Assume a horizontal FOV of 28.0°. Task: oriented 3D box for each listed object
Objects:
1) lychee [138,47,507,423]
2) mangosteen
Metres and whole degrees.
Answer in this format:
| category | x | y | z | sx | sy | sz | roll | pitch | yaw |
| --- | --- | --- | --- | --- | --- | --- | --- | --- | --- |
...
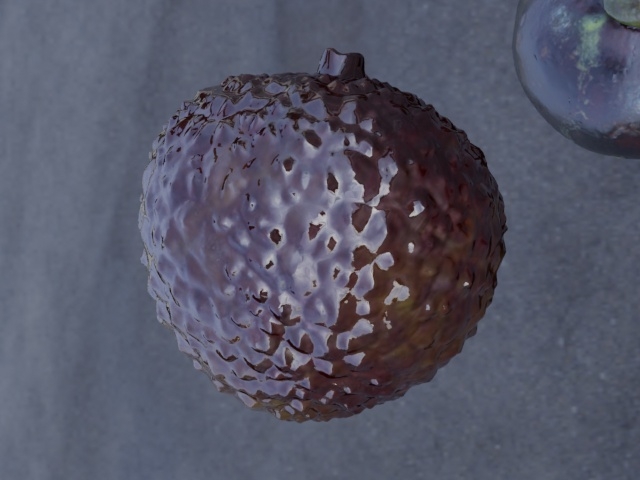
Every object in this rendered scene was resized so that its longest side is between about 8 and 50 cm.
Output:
| category | x | y | z | sx | sy | sz | roll | pitch | yaw |
| --- | --- | --- | --- | --- | --- | --- | --- | --- | --- |
| lychee | 0.000 | 0.000 | 0.878 | 0.260 | 0.260 | 0.260 | 5 | 95 | 58 |
| mangosteen | 0.347 | -0.230 | 1.389 | 0.288 | 0.288 | 0.288 | 5 | 95 | 58 |
